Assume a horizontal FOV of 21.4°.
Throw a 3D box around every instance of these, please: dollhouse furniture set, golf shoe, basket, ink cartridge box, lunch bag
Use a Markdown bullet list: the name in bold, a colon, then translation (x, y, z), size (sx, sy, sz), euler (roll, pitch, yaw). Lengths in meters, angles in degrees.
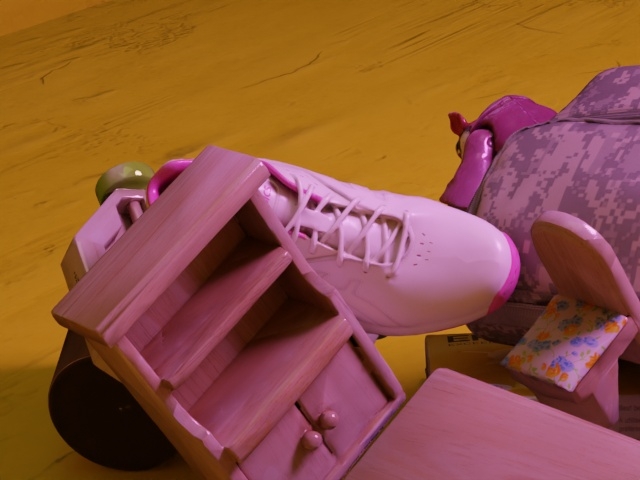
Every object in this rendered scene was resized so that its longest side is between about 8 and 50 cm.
- **dollhouse furniture set**: translation (0.047, 0.113, 1.122), size (0.394, 0.256, 0.362), euler (18, 60, 48)
- **golf shoe**: translation (0.000, 0.000, 1.324), size (0.306, 0.115, 0.140), euler (8, -13, 20)
- **basket**: translation (-0.155, 0.092, 1.550), size (0.154, 0.204, 0.227), euler (-11, 29, 17)
- **ink cartridge box**: translation (0.241, 0.117, 1.449), size (0.303, 0.072, 0.307), euler (-3, 13, 2)
- **lunch bag**: translation (0.275, -0.002, 1.351), size (0.256, 0.213, 0.305), euler (-40, 26, -29)

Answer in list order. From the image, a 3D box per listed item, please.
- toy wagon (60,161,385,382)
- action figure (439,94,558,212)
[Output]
- **toy wagon**: translation (-0.049, 0.054, 1.484), size (0.344, 0.068, 0.267), euler (2, 48, -33)
- **action figure**: translation (0.235, -0.067, 1.759), size (0.248, 0.276, 0.370), euler (-21, 39, -23)
